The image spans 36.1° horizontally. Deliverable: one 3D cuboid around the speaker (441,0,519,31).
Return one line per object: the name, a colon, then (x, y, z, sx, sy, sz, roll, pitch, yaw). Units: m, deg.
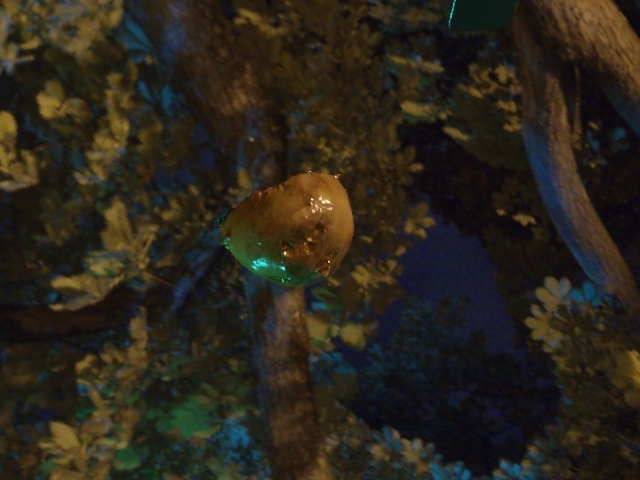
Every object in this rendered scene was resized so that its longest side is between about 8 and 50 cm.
speaker: (0.091, -0.246, 0.659, 0.044, 0.082, 0.218, -4, -124, -7)

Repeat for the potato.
potato: (0.000, 0.000, 0.920, 0.100, 0.172, 0.089, -40, -117, 29)
